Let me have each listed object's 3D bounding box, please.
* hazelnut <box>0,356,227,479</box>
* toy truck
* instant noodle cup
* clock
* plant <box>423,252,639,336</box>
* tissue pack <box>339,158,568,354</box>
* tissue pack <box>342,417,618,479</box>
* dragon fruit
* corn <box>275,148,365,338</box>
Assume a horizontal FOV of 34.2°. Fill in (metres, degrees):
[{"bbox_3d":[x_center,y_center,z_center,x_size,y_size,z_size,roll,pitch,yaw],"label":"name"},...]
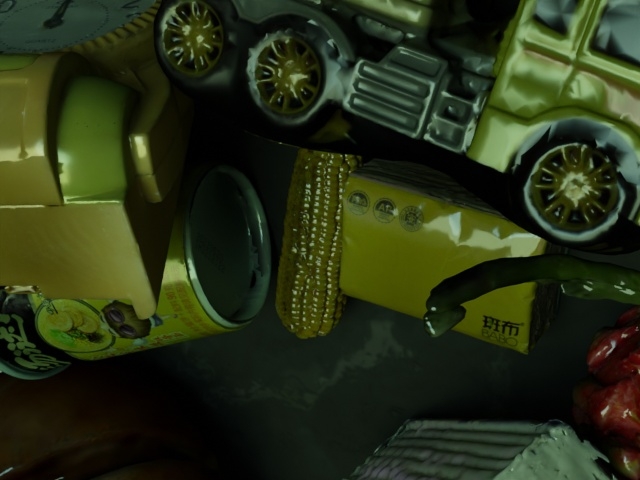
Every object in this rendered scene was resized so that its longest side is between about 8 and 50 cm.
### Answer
[{"bbox_3d":[-0.243,0.323,1.075,0.359,0.359,0.409,0,124,32],"label":"hazelnut"},{"bbox_3d":[0.083,-0.159,0.688,0.405,0.180,0.254,25,112,21],"label":"toy truck"},{"bbox_3d":[-0.178,0.016,0.948,0.236,0.215,0.215,-7,112,24],"label":"instant noodle cup"},{"bbox_3d":[-0.214,-0.108,0.819,0.244,0.317,0.200,1,133,5],"label":"clock"},{"bbox_3d":[0.269,0.050,0.584,0.333,0.251,0.180,42,140,7],"label":"plant"},{"bbox_3d":[0.105,0.007,0.828,0.169,0.082,0.120,17,125,23],"label":"tissue pack"},{"bbox_3d":[0.159,0.256,0.812,0.242,0.125,0.343,49,166,-1],"label":"tissue pack"},{"bbox_3d":[0.263,0.119,0.734,0.166,0.172,0.160,17,123,22],"label":"dragon fruit"},{"bbox_3d":[0.000,0.000,0.899,0.068,0.068,0.207,23,124,20],"label":"corn"}]
